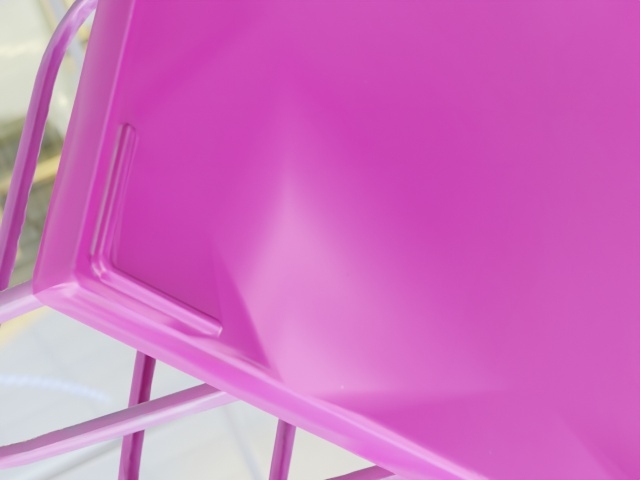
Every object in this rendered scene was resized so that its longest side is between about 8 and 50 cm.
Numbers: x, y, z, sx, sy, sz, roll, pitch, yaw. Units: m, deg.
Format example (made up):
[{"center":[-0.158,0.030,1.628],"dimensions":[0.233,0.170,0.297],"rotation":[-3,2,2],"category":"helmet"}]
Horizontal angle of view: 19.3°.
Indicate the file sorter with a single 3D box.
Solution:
[{"center":[0.000,0.000,0.625],"dimensions":[0.182,0.290,0.202],"rotation":[-19,-128,44],"category":"file sorter"}]
